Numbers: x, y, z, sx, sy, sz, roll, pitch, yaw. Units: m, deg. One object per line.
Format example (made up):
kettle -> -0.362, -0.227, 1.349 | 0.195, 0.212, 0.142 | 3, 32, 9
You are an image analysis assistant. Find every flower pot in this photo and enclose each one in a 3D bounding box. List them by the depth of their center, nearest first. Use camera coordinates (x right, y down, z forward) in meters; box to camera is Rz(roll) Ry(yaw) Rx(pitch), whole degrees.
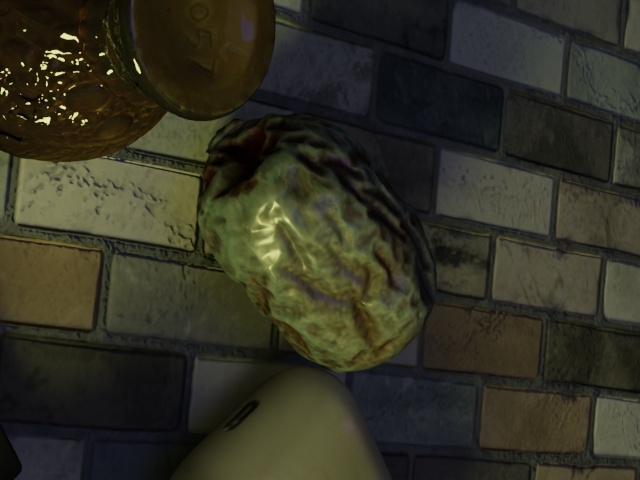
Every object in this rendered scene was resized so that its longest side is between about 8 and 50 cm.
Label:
flower pot -> -0.201, -0.210, 1.713 | 0.267, 0.267, 0.266 | 0, 90, -47

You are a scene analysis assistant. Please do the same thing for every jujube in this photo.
jujube -> 0.000, 0.000, 1.972 | 0.317, 0.226, 0.226 | 50, 57, -28

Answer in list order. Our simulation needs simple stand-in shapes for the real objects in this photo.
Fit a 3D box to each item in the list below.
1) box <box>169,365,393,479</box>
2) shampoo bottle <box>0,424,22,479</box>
box -> -0.024, 0.339, 2.002 | 0.289, 0.141, 0.349 | -43, 121, -39
shampoo bottle -> -0.362, 0.182, 1.688 | 0.098, 0.071, 0.309 | -43, 121, -39
